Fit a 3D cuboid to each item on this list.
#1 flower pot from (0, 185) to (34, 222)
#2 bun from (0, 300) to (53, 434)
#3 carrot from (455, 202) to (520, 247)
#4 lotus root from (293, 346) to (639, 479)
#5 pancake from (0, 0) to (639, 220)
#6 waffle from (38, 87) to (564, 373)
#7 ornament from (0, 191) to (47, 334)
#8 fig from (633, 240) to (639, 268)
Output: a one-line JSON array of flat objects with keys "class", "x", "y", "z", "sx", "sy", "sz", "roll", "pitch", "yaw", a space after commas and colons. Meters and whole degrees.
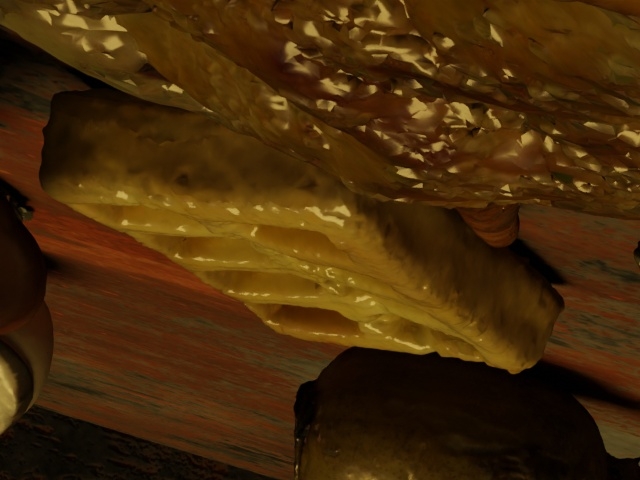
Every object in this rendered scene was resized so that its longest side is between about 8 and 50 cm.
[{"class": "flower pot", "x": -0.310, "y": 0.008, "z": 1.218, "sx": 0.235, "sy": 0.140, "sz": 0.235, "roll": 16, "pitch": 170, "yaw": 3}, {"class": "bun", "x": -0.277, "y": 0.059, "z": 1.444, "sx": 0.173, "sy": 0.120, "sz": 0.173, "roll": 7, "pitch": 138, "yaw": 6}, {"class": "carrot", "x": 0.069, "y": -0.022, "z": 0.828, "sx": 0.036, "sy": 0.035, "sz": 0.165, "roll": 13, "pitch": 170, "yaw": 17}, {"class": "lotus root", "x": 0.113, "y": 0.150, "z": 1.307, "sx": 0.278, "sy": 0.154, "sz": 0.154, "roll": 18, "pitch": 168, "yaw": -4}, {"class": "pancake", "x": -0.004, "y": -0.073, "z": 0.564, "sx": 0.387, "sy": 0.082, "sz": 0.387, "roll": 16, "pitch": 172, "yaw": 2}, {"class": "waffle", "x": 0.000, "y": 0.000, "z": 0.956, "sx": 0.168, "sy": 0.057, "sz": 0.274, "roll": 9, "pitch": 166, "yaw": 29}, {"class": "ornament", "x": -0.253, "y": -0.002, "z": 0.928, "sx": 0.235, "sy": 0.221, "sz": 0.217, "roll": 26, "pitch": 171, "yaw": -9}, {"class": "fig", "x": 0.191, "y": 0.049, "z": 0.863, "sx": 0.154, "sy": 0.109, "sz": 0.103, "roll": 52, "pitch": 170, "yaw": -21}]
